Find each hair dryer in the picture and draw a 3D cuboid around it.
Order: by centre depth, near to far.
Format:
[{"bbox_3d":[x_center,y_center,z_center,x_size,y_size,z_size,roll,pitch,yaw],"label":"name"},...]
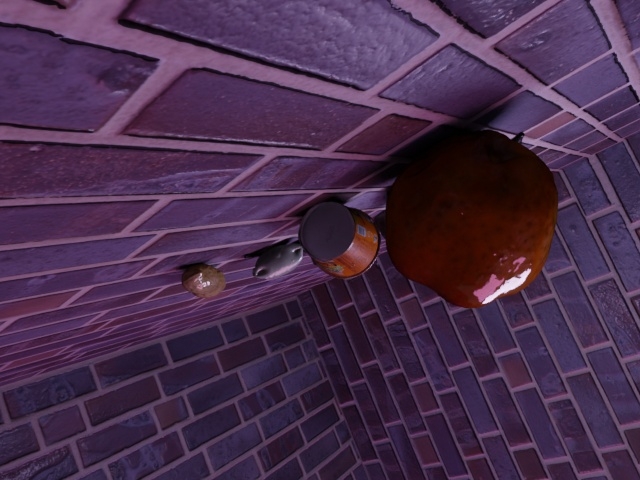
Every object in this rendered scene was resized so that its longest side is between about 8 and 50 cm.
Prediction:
[{"bbox_3d":[0.630,-0.302,1.686,0.079,0.031,0.083,79,35,-74],"label":"hair dryer"}]

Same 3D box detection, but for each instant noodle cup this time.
[{"bbox_3d":[0.047,-0.009,1.548,0.230,0.230,0.182,-25,162,14],"label":"instant noodle cup"}]

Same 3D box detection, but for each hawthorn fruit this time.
[{"bbox_3d":[0.394,-0.073,1.385,0.472,0.471,0.472,-22,171,-4],"label":"hawthorn fruit"}]

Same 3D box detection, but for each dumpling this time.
[{"bbox_3d":[-0.154,0.058,1.859,0.217,0.149,0.105,-29,132,5],"label":"dumpling"}]

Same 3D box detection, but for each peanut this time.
[{"bbox_3d":[-0.374,0.132,1.682,0.117,0.101,0.263,-41,173,-8],"label":"peanut"}]

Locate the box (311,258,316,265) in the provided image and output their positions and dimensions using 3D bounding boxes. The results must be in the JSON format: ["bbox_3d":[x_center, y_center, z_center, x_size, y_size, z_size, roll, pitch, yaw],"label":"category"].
[{"bbox_3d":[0.044,0.047,2.205,0.164,0.069,0.256,-22,180,-6],"label":"box"}]

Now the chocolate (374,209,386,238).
[{"bbox_3d":[0.393,-0.052,2.131,0.303,0.213,0.303,-20,171,-3],"label":"chocolate"}]

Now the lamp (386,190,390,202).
[{"bbox_3d":[0.390,-0.073,1.789,0.272,0.205,0.374,-33,133,-2],"label":"lamp"}]

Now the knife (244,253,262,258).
[{"bbox_3d":[-0.230,0.054,1.868,0.023,0.010,0.170,-26,172,20],"label":"knife"}]
